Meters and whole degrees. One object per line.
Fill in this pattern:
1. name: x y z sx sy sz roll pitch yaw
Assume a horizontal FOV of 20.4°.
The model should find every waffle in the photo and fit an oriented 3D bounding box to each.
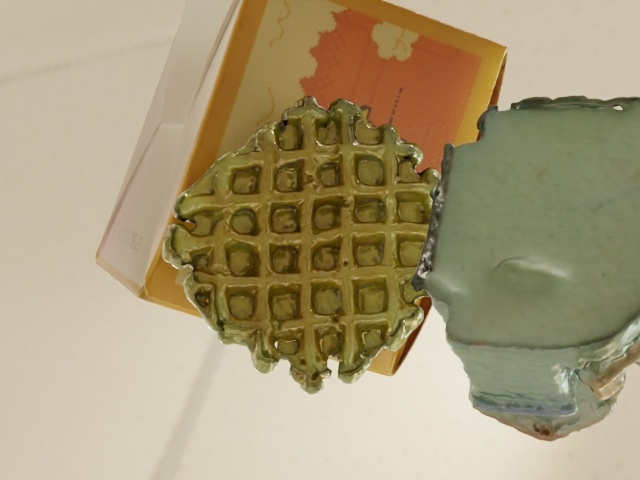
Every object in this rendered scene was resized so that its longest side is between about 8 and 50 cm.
1. waffle: 0.000 0.000 1.133 0.183 0.036 0.169 -43 -100 -13

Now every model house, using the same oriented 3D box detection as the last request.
1. model house: 0.120 0.029 0.837 0.119 0.149 0.148 1 -125 17

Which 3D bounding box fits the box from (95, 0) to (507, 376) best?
1. box: -0.023 -0.056 1.369 0.283 0.213 0.260 -162 -87 -75
